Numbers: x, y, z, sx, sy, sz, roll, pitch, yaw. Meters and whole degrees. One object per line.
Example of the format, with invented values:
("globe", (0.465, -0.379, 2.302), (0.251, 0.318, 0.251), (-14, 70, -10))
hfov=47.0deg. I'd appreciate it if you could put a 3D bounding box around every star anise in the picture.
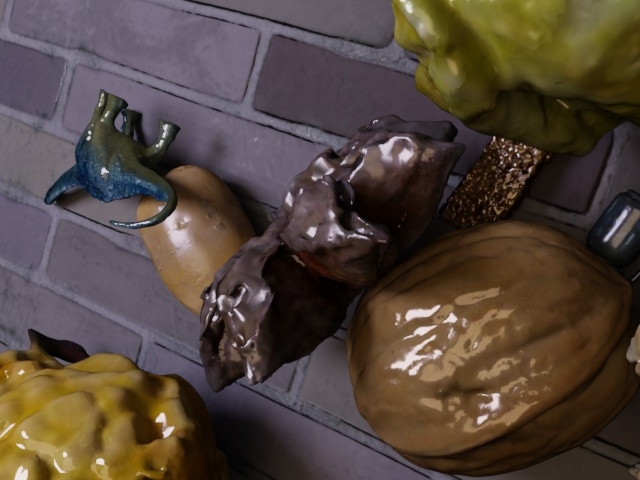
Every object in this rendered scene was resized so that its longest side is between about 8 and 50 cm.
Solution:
("star anise", (0.000, -0.001, 0.664), (0.331, 0.332, 0.117), (-40, 99, 20))

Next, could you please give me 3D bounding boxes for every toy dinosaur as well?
("toy dinosaur", (-0.233, -0.091, 0.842), (0.363, 0.076, 0.147), (13, 81, 52))

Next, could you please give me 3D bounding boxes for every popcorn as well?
("popcorn", (0.194, -0.205, 0.549), (0.312, 0.312, 0.312), (1, 93, 24))
("popcorn", (-0.260, 0.259, 0.799), (0.349, 0.349, 0.382), (-37, 52, 21))

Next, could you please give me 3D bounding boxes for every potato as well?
("potato", (-0.135, -0.002, 0.828), (0.118, 0.109, 0.178), (-34, 78, 35))

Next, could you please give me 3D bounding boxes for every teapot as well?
("teapot", (0.280, -0.002, 0.683), (0.083, 0.063, 0.049), (-57, 40, 18))

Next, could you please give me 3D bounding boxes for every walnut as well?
("walnut", (0.148, 0.096, 0.650), (0.261, 0.225, 0.225), (-30, 80, 25))

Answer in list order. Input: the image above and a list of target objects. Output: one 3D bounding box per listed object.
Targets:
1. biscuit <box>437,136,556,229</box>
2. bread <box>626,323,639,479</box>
("biscuit", (0.192, -0.086, 0.719), (0.064, 0.034, 0.199), (37, 107, 19))
("bread", (0.435, 0.115, 0.455), (0.394, 0.250, 0.361), (41, 131, 41))
